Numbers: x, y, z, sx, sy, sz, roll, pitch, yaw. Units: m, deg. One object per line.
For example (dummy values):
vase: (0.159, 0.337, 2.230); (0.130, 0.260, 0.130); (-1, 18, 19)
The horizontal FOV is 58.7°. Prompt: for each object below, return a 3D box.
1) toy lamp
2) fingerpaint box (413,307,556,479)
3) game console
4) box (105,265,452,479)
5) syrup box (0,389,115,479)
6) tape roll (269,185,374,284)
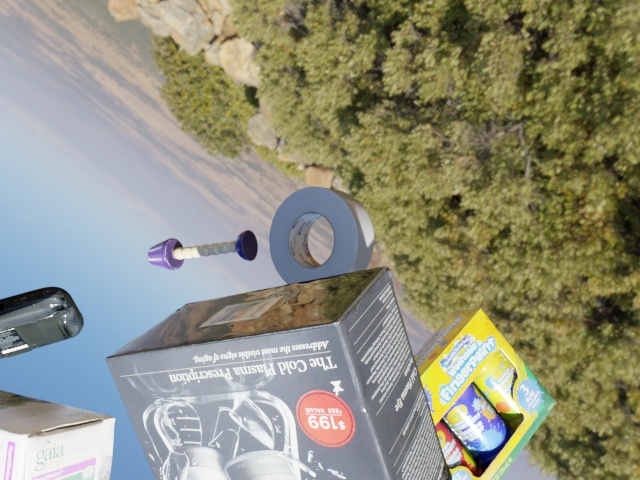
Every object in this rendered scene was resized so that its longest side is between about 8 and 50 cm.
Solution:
toy lamp: (-0.279, 0.025, 1.320); (0.274, 0.080, 0.080); (-5, 152, 23)
fingerpaint box: (0.400, 0.479, 1.623); (0.371, 0.445, 0.163); (51, 157, -4)
game console: (-0.519, 0.155, 0.797); (0.213, 0.361, 0.044); (87, 165, -53)
box: (-0.046, 0.232, 0.735); (0.179, 0.343, 0.312); (-38, -68, -60)
syrup box: (-0.307, 0.187, 0.501); (0.237, 0.096, 0.093); (4, 176, 23)
tape roll: (0.000, 0.000, 1.177); (0.219, 0.219, 0.072); (33, -163, 29)
